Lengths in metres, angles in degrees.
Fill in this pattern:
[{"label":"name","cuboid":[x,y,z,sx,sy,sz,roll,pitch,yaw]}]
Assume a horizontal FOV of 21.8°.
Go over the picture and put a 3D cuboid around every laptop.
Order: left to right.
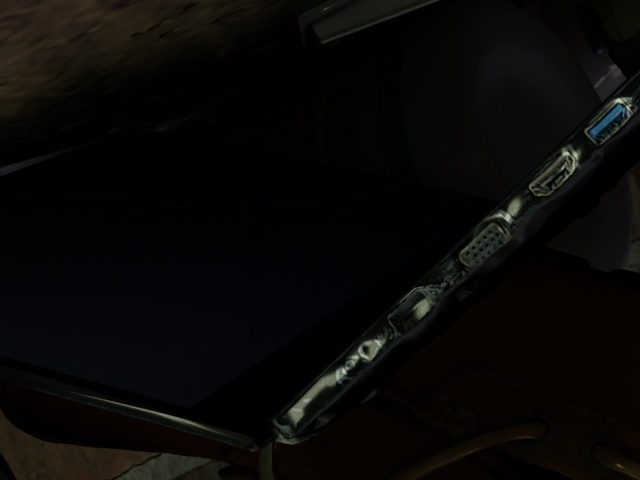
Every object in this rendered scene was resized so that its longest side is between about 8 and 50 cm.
[{"label":"laptop","cuboid":[0.017,-0.050,0.449,0.264,0.136,0.234,-46,174,26]}]

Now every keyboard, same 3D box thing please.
[{"label":"keyboard","cuboid":[0.080,-0.094,0.476,0.108,0.023,0.180,-15,-172,39]}]

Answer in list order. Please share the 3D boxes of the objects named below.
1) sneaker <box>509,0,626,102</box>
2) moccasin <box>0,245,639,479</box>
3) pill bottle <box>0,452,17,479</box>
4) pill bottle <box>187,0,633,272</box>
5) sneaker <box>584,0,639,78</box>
[{"label":"sneaker","cuboid":[0.217,-0.120,0.879,0.281,0.105,0.115,-25,-178,-44]},{"label":"moccasin","cuboid":[0.062,0.085,0.575,0.380,0.147,0.139,12,156,10]},{"label":"pill bottle","cuboid":[-0.191,0.140,0.526,0.224,0.224,0.392,-25,-179,-13]},{"label":"pill bottle","cuboid":[0.000,0.000,0.734,0.246,0.136,0.136,-23,-178,38]},{"label":"sneaker","cuboid":[0.264,-0.144,0.648,0.410,0.158,0.182,-25,153,-37]}]
